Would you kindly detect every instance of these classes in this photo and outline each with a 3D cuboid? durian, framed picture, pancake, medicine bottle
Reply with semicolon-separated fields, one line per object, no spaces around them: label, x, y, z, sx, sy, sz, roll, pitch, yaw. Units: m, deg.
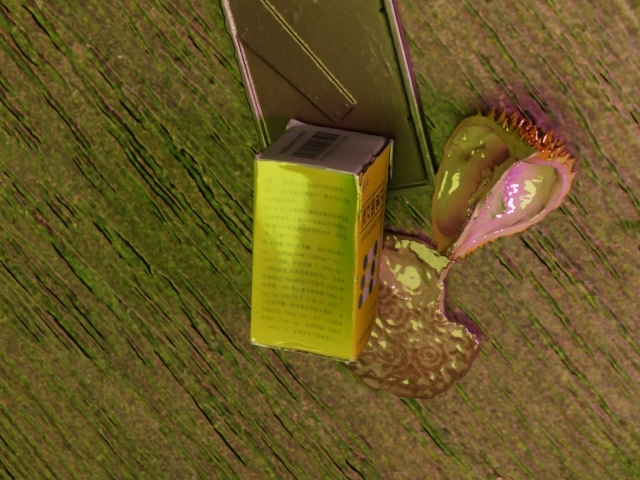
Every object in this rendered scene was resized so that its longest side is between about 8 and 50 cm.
durian;0.198;-0.069;1.751;0.165;0.132;0.182;14;129;24
framed picture;0.011;-0.179;1.825;0.213;0.016;0.289;-8;111;22
pancake;0.091;0.094;1.918;0.212;0.029;0.235;-5;112;22
medicine bottle;0.000;0.000;1.820;0.141;0.137;0.250;10;114;18

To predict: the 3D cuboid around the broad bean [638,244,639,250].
broad bean;0.476;0.020;1.752;0.227;0.039;0.069;21;113;9
